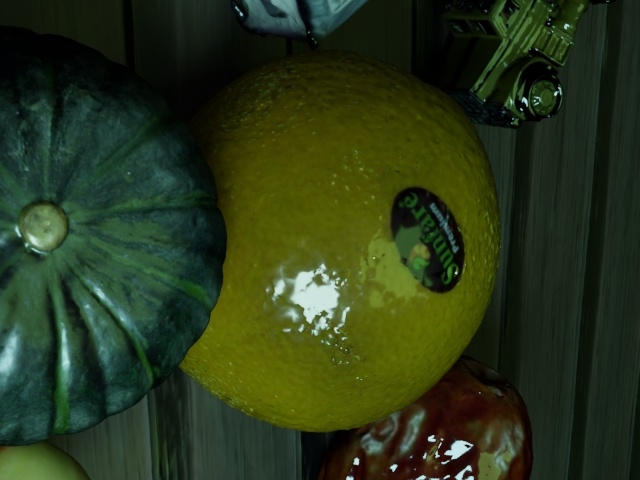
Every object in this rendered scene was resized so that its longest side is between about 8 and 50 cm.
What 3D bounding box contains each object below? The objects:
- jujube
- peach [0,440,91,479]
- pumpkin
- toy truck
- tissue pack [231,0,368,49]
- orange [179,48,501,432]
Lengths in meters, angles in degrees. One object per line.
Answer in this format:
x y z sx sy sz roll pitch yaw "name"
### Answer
0.089 0.244 1.176 0.197 0.197 0.290 4 116 -50 "jujube"
-0.234 0.183 0.775 0.184 0.184 0.184 -22 120 -43 "peach"
-0.181 0.000 0.735 0.250 0.250 0.216 -56 180 -18 "pumpkin"
0.187 -0.229 1.155 0.127 0.127 0.257 29 83 -36 "toy truck"
0.051 -0.345 0.916 0.361 0.122 0.259 -46 137 -19 "tissue pack"
0.000 0.000 0.907 0.274 0.274 0.274 -22 120 -43 "orange"
